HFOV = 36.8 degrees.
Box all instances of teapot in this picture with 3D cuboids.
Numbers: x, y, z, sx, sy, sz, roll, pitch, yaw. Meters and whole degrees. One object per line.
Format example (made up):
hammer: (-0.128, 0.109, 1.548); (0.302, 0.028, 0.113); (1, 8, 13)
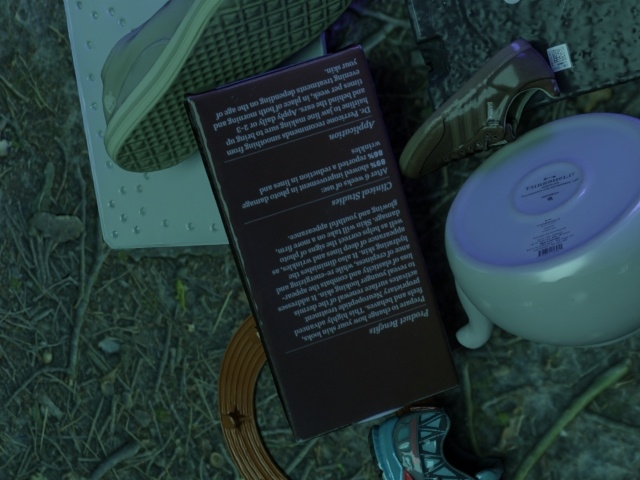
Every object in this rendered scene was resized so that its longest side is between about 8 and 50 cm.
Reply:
teapot: (0.261, 0.012, 0.930); (0.187, 0.252, 0.256); (51, 167, -30)

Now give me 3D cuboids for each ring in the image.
ring: (-0.002, 0.235, 1.231); (0.336, 0.032, 0.337); (7, 103, 31)

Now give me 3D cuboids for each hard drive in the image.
hard drive: (0.247, -0.260, 0.949); (0.338, 0.064, 0.237); (-14, 93, 34)

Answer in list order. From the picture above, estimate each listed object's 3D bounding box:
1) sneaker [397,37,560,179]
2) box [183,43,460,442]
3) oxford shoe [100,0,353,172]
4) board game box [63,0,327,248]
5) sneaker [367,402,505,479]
sneaker: (0.155, -0.112, 0.961); (0.071, 0.066, 0.188); (51, 122, 13)
box: (0.000, 0.000, 1.042); (0.191, 0.143, 0.382); (-18, 99, -7)
oxford shoe: (-0.106, -0.246, 1.064); (0.449, 0.169, 0.130); (-38, 61, 33)
board game box: (-0.147, -0.190, 1.216); (0.389, 0.050, 0.390); (-3, 100, 32)
sneaker: (0.165, 0.305, 1.098); (0.125, 0.104, 0.262); (-31, 97, 12)
